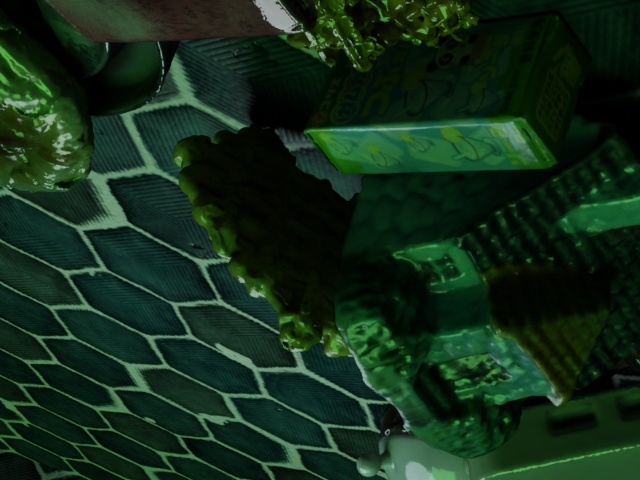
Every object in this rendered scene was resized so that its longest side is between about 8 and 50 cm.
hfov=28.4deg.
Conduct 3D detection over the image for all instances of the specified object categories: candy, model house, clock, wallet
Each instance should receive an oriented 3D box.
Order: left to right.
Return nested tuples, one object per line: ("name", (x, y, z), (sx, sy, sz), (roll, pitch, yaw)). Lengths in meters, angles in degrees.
("clock", (-0.262, -0.221, 1.035), (0.319, 0.066, 0.319), (18, 155, 9))
("wallet", (-0.118, -0.181, 0.878), (0.232, 0.025, 0.119), (5, 151, 41))
("candy", (0.090, -0.103, 0.930), (0.194, 0.097, 0.062), (0, 148, 40))
("model house", (0.183, 0.035, 0.991), (0.241, 0.226, 0.261), (-9, 144, 33))

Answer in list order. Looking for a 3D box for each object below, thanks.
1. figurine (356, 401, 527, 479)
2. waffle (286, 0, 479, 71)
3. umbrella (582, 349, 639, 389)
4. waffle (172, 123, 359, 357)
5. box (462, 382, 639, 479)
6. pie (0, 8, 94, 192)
("figurine", (0.222, 0.263, 1.483), (0.370, 0.167, 0.281), (20, 161, -15))
("waffle", (0.016, -0.191, 0.851), (0.197, 0.070, 0.193), (18, 154, 12))
("umbrella", (0.299, 0.077, 1.124), (0.090, 0.094, 0.326), (19, 159, -24))
("waffle", (-0.001, 0.002, 1.103), (0.291, 0.291, 0.051), (31, 117, -16))
("box", (0.365, 0.244, 1.274), (0.373, 0.090, 0.367), (-14, 142, 20))
("pie", (-0.331, -0.136, 1.107), (0.306, 0.071, 0.306), (18, 154, 9))
